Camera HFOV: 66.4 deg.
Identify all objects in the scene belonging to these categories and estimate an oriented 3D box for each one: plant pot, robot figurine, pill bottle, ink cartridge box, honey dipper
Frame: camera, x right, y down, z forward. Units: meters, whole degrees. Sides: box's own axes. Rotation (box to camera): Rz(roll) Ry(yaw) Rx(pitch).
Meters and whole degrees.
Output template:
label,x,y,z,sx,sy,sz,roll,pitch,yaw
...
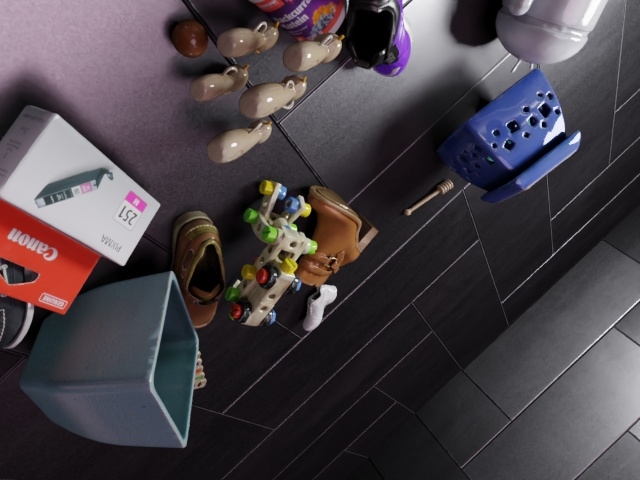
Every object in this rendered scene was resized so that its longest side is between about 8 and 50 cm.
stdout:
label,x,y,z,sx,sy,sz,roll,pitch,yaw
plant pot,-0.391,0.232,0.923,0.253,0.247,0.247,-4,135,-1
plant pot,0.460,-0.233,1.194,0.236,0.212,0.236,-37,176,-7
robot figurine,0.502,-0.531,1.030,0.300,0.200,0.353,-14,134,-35
pill bottle,-0.055,-0.391,0.741,0.194,0.108,0.108,20,111,-49
ink cartridge box,-0.382,-0.019,0.720,0.238,0.060,0.275,-65,160,-15
honey dipper,0.305,-0.119,1.386,0.161,0.030,0.030,-34,142,-9

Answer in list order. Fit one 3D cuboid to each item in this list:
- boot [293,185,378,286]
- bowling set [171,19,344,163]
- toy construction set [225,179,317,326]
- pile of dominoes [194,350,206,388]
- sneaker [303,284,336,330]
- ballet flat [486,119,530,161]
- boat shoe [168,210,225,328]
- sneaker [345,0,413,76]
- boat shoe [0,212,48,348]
label,x,y,z,sx,sy,sz,roll,pitch,yaw
boot,0.000,0.000,1.184,0.220,0.109,0.283,-45,150,9
bowling set,-0.114,-0.279,0.770,0.287,0.199,0.154,-34,-174,38
toy construction set,-0.123,0.056,1.040,0.151,0.215,0.327,4,128,-28
pile of dominoes,-0.378,0.344,1.205,0.196,0.040,0.251,-22,138,-25
sneaker,-0.016,0.185,1.376,0.061,0.054,0.152,19,106,-39
ballet flat,0.534,-0.280,1.422,0.213,0.072,0.068,-60,167,21
boat shoe,-0.257,0.091,1.020,0.111,0.104,0.307,-20,137,-28
sneaker,0.092,-0.346,0.840,0.293,0.102,0.146,53,51,-70
boat shoe,-0.498,0.043,0.745,0.091,0.114,0.302,-16,127,-61
